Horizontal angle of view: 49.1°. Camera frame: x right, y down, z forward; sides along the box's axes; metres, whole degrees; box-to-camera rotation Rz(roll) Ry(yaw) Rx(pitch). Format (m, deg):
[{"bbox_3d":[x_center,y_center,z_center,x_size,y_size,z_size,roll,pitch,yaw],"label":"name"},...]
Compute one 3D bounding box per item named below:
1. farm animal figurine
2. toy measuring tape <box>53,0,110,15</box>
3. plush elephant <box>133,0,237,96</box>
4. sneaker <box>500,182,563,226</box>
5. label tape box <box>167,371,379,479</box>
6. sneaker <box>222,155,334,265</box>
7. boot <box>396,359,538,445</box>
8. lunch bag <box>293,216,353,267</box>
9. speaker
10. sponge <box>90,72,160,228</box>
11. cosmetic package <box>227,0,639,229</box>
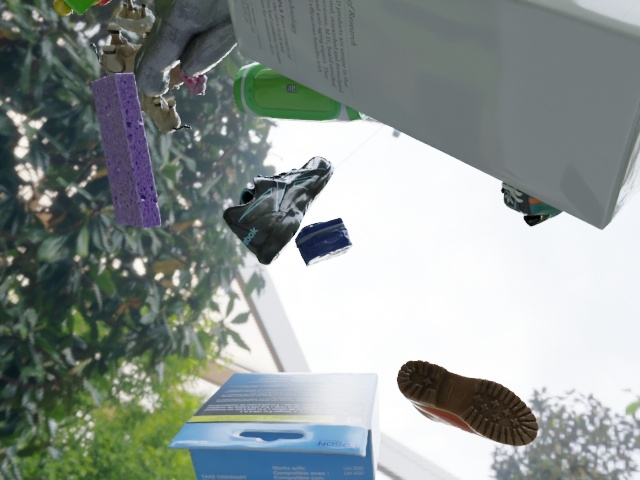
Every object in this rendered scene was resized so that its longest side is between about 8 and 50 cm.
[{"bbox_3d":[-0.423,-0.436,1.804,0.327,0.330,0.172,18,-27,5],"label":"farm animal figurine"},{"bbox_3d":[-0.450,-0.606,1.497,0.330,0.121,0.121,-42,-67,4],"label":"toy measuring tape"},{"bbox_3d":[-0.128,-0.392,1.116,0.255,0.272,0.330,4,-13,-34],"label":"plush elephant"},{"bbox_3d":[0.413,-0.117,1.404,0.121,0.108,0.302,-40,-45,13],"label":"sneaker"},{"bbox_3d":[-0.045,0.283,1.008,0.249,0.348,0.115,-1,-85,7],"label":"label tape box"},{"bbox_3d":[-0.059,-0.074,1.100,0.106,0.267,0.101,34,-52,-2],"label":"sneaker"},{"bbox_3d":[0.164,0.187,0.780,0.158,0.059,0.084,22,-24,24],"label":"boot"},{"bbox_3d":[0.000,0.000,1.226,0.065,0.098,0.067,67,-20,13],"label":"lunch bag"},{"bbox_3d":[-0.039,-0.328,1.551,0.296,0.131,0.131,7,-44,23],"label":"speaker"},{"bbox_3d":[-0.272,-0.122,0.977,0.117,0.031,0.210,11,-69,56],"label":"sponge"},{"bbox_3d":[0.112,-0.189,0.538,0.365,0.197,0.155,30,-31,30],"label":"cosmetic package"}]
